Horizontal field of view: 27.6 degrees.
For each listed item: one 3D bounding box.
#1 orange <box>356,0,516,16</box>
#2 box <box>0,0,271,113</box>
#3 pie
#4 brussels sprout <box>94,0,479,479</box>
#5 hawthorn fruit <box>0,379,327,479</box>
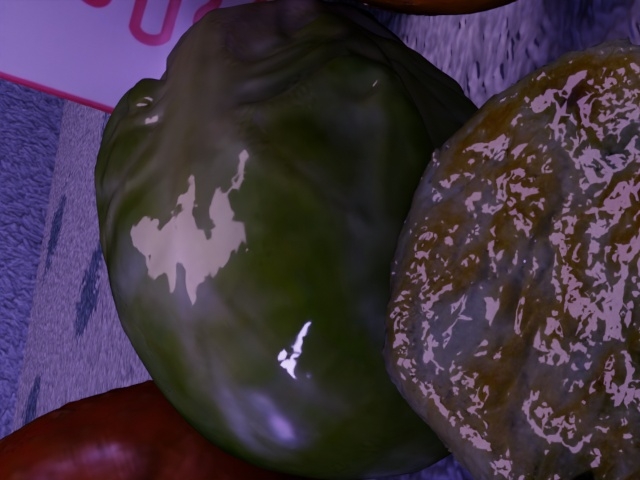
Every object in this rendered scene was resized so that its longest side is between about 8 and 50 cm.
[{"bbox_3d":[0.053,-0.229,0.629,0.240,0.240,0.240,-167,90,-73],"label":"orange"},{"bbox_3d":[-0.132,-0.269,1.031,0.314,0.300,0.312,-84,11,-74],"label":"box"},{"bbox_3d":[0.104,0.012,0.480,0.187,0.041,0.186,-15,65,34],"label":"pie"},{"bbox_3d":[0.000,0.000,0.639,0.244,0.244,0.244,-167,90,-73],"label":"brussels sprout"},{"bbox_3d":[-0.095,0.205,0.702,0.299,0.275,0.275,100,174,-58],"label":"hawthorn fruit"}]
